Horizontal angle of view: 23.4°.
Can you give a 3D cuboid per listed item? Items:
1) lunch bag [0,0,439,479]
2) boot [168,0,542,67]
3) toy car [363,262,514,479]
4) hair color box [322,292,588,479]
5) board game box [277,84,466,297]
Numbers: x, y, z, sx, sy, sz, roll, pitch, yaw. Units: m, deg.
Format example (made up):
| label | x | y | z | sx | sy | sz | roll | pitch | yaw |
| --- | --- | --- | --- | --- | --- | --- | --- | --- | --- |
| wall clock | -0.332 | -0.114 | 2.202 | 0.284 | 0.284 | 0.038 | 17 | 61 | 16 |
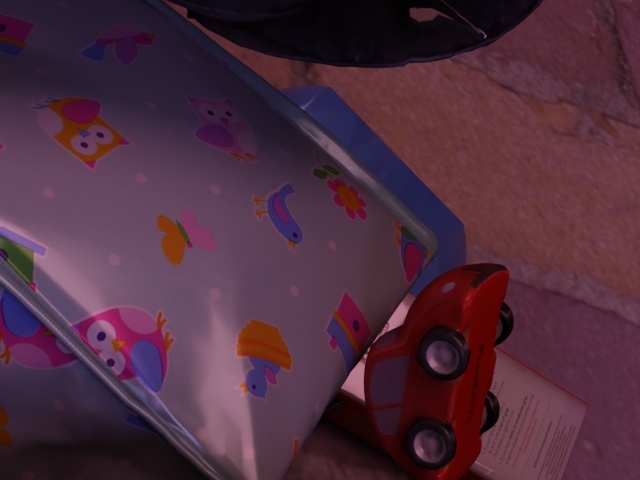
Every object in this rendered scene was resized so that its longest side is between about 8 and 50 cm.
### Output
| label | x | y | z | sx | sy | sz | roll | pitch | yaw |
| --- | --- | --- | --- | --- | --- | --- | --- | --- | --- |
| lunch bag | -0.112 | -0.001 | 0.687 | 0.262 | 0.160 | 0.223 | 44 | 41 | -6 |
| boot | -0.017 | -0.204 | 0.784 | 0.367 | 0.146 | 0.445 | -2 | 20 | -27 |
| toy car | 0.026 | 0.150 | 0.676 | 0.053 | 0.239 | 0.225 | 15 | 53 | 23 |
| hair color box | 0.066 | 0.086 | 0.820 | 0.141 | 0.043 | 0.072 | 33 | 62 | -12 |
| board game box | 0.000 | 0.000 | 0.862 | 0.169 | 0.033 | 0.133 | 45 | 60 | -9 |
